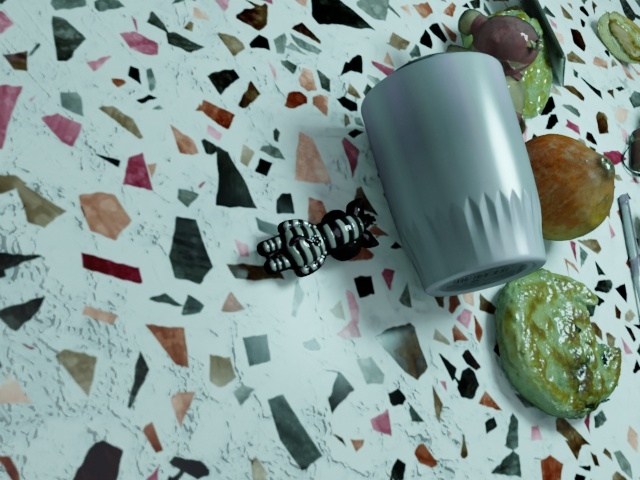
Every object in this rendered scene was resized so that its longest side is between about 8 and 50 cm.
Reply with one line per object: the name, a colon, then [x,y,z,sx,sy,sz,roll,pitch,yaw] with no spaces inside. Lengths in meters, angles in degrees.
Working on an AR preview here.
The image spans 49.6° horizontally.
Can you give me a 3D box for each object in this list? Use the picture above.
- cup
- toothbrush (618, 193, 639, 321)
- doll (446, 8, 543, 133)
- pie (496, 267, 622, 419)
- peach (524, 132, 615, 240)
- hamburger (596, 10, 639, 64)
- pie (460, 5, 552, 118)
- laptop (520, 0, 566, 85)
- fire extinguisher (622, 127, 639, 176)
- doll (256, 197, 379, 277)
cup: [0.224,-0.108,1.168,0.253,0.253,0.372,-1,71,-34]
toothbrush: [0.708,0.051,1.552,0.029,0.024,0.354,21,57,-30]
doll: [0.328,-0.312,1.362,0.196,0.256,0.152,13,21,7]
pie: [0.437,0.184,1.277,0.302,0.067,0.303,15,61,-29]
peach: [0.475,-0.109,1.347,0.232,0.232,0.233,15,60,-27]
hamburger: [0.838,-0.561,1.915,0.176,0.087,0.102,44,39,1]
pie: [0.420,-0.388,1.532,0.274,0.105,0.257,-25,91,-39]
laptop: [0.524,-0.512,1.652,0.269,0.015,0.187,70,15,14]
fire extinguisher: [0.791,-0.213,1.732,0.078,0.045,0.157,14,57,5]
doll: [0.000,0.000,1.079,0.219,0.067,0.091,-19,82,-33]
